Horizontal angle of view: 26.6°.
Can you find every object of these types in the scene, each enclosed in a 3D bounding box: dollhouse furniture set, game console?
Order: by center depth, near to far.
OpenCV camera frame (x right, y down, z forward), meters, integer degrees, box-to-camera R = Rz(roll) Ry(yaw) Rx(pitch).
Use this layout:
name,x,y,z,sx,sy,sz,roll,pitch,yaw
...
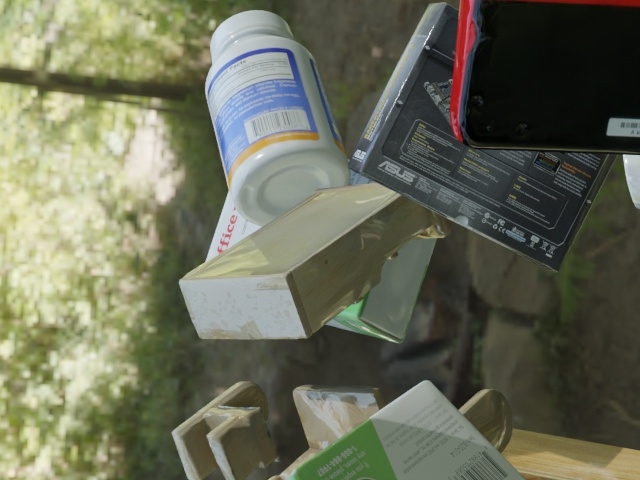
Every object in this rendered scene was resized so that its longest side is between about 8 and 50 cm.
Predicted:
name,x,y,z,sx,sy,sz,roll,pitch,yaw
game console,0.318,-0.235,1.186,0.060,0.387,0.342,-92,5,-61
dollhouse furniture set,0.045,0.164,1.473,0.362,0.256,0.394,-4,112,42

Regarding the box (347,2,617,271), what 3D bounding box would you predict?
name,x,y,z,sx,sy,sz,roll,pitch,yaw
box,0.169,-0.099,1.323,0.183,0.231,0.056,-64,14,2

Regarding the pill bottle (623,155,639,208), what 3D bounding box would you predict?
name,x,y,z,sx,sy,sz,roll,pitch,yaw
pill bottle,0.482,-0.102,1.637,0.121,0.216,0.121,-11,-90,-69

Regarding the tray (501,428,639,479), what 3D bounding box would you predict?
name,x,y,z,sx,sy,sz,roll,pitch,yaw
tray,0.335,0.368,1.998,0.076,0.411,0.203,-60,-35,-35

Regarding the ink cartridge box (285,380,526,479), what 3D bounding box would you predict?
name,x,y,z,sx,sy,sz,roll,pitch,yaw
ink cartridge box,0.125,0.294,1.006,0.353,0.207,0.119,46,124,14

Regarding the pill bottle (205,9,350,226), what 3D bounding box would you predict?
name,x,y,z,sx,sy,sz,roll,pitch,yaw
pill bottle,-0.063,-0.162,1.722,0.152,0.152,0.272,111,152,-45

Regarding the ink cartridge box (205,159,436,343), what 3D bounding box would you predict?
name,x,y,z,sx,sy,sz,roll,pitch,yaw
ink cartridge box,0.000,0.000,1.830,0.289,0.121,0.211,10,78,39
